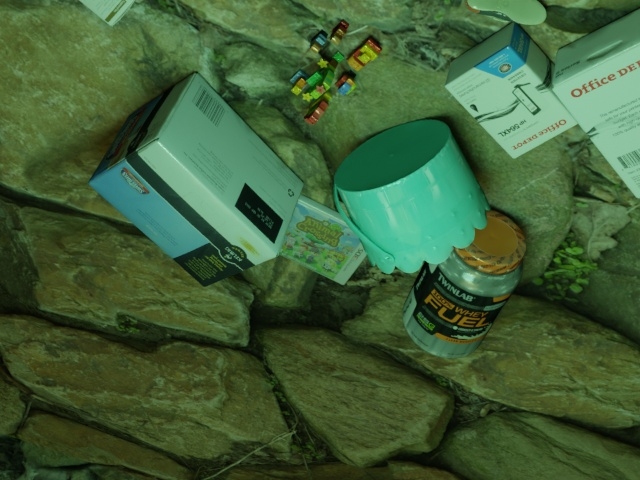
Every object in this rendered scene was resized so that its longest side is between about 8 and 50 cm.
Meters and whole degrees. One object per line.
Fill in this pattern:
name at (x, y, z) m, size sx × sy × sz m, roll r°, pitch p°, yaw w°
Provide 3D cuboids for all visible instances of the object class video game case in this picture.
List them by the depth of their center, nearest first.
video game case at (0.000, 0.000, 2.103) m, size 0.212 × 0.023 × 0.193 m, roll 26°, pitch 137°, yaw -8°

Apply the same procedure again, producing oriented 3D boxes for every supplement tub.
supplement tub at (0.303, 0.091, 1.966) m, size 0.194 × 0.193 × 0.316 m, roll 18°, pitch 137°, yaw 0°

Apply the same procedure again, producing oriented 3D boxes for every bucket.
bucket at (0.168, -0.090, 1.777) m, size 0.281 × 0.281 × 0.183 m, roll -13°, pitch 120°, yaw 30°

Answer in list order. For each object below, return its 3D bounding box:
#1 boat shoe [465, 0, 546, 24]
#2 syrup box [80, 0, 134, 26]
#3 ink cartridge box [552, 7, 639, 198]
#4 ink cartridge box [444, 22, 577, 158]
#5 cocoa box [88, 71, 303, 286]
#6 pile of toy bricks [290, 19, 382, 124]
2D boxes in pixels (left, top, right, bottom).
boat shoe at (0.312, -0.392, 1.577) m, size 0.137 × 0.049 × 0.043 m, roll 13°, pitch 179°, yaw 3°
syrup box at (-0.430, -0.509, 1.677) m, size 0.237 × 0.093 × 0.096 m, roll 38°, pitch 134°, yaw -20°
ink cartridge box at (0.561, -0.238, 1.588) m, size 0.211 × 0.121 × 0.289 m, roll -25°, pitch 122°, yaw 37°
ink cartridge box at (0.345, -0.264, 1.664) m, size 0.203 × 0.086 × 0.148 m, roll 41°, pitch 133°, yaw -22°
cocoa box at (-0.248, -0.116, 1.916) m, size 0.228 × 0.231 × 0.347 m, roll -24°, pitch 123°, yaw 37°
pile of toy bricks at (0.008, -0.301, 1.729) m, size 0.118 × 0.105 × 0.212 m, roll 36°, pitch 135°, yaw -18°
